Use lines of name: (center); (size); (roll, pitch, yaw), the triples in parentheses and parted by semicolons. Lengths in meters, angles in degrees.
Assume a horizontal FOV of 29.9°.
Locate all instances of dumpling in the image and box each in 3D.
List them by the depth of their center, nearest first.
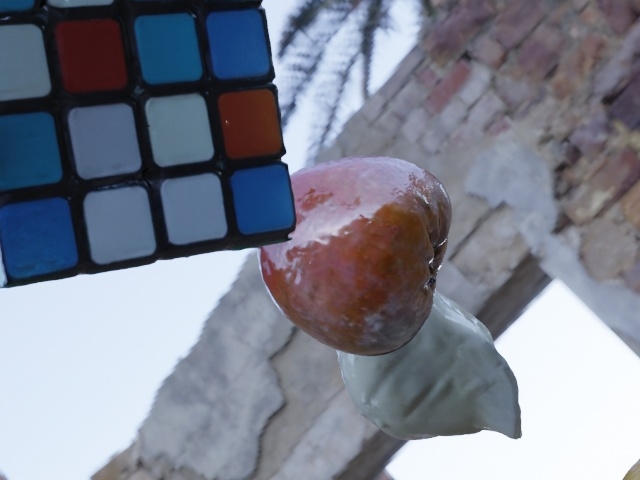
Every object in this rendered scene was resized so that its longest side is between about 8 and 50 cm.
dumpling: (0.144, 0.168, 1.587); (0.187, 0.243, 0.318); (-47, -61, -22)

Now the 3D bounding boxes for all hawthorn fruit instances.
hawthorn fruit: (0.038, -0.001, 1.389); (0.235, 0.263, 0.231); (-34, -13, -40)

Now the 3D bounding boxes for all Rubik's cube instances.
Rubik's cube: (-0.121, -0.060, 0.590); (0.151, 0.154, 0.155); (-11, 3, -35)

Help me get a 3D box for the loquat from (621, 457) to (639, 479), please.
loquat: (0.300, 0.227, 0.843); (0.208, 0.208, 0.208); (-37, -20, -16)
